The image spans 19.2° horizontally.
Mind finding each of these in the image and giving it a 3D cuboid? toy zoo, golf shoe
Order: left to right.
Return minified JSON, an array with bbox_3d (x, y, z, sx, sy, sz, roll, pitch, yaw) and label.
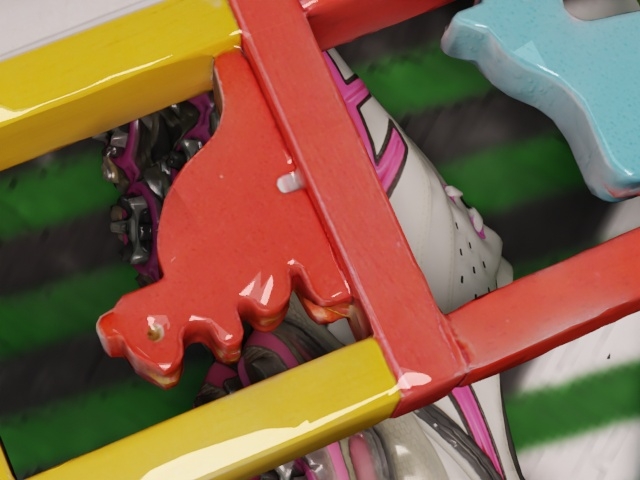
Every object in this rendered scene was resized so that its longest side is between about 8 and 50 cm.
[{"bbox_3d":[-0.012,-0.055,0.401,0.293,0.030,0.192,-22,77,-10],"label":"toy zoo"},{"bbox_3d":[0.000,0.000,0.450,0.086,0.067,0.186,-7,74,-32],"label":"golf shoe"}]
